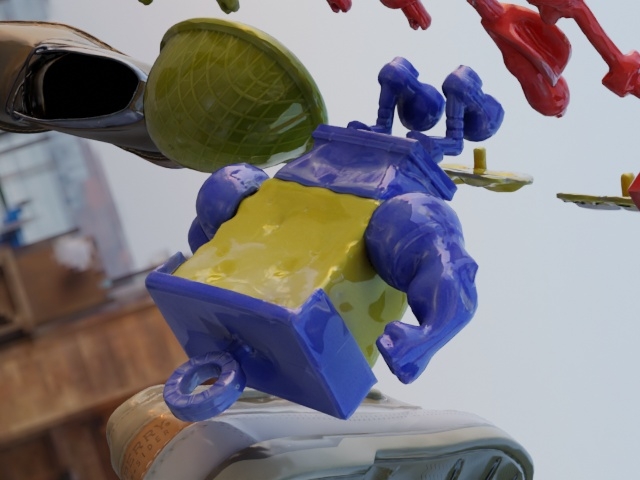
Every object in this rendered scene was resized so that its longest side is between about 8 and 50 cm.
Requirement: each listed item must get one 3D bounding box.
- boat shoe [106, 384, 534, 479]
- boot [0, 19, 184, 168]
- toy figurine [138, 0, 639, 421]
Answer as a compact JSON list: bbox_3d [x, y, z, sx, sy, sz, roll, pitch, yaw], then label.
[{"bbox_3d":[0.010,0.119,1.037,0.103,0.113,0.302,39,14,32],"label":"boat shoe"},{"bbox_3d":[-0.178,-0.109,1.238,0.106,0.219,0.082,35,71,-72],"label":"boot"},{"bbox_3d":[-0.031,-0.020,0.907,0.362,0.217,0.191,14,-30,44],"label":"toy figurine"}]
